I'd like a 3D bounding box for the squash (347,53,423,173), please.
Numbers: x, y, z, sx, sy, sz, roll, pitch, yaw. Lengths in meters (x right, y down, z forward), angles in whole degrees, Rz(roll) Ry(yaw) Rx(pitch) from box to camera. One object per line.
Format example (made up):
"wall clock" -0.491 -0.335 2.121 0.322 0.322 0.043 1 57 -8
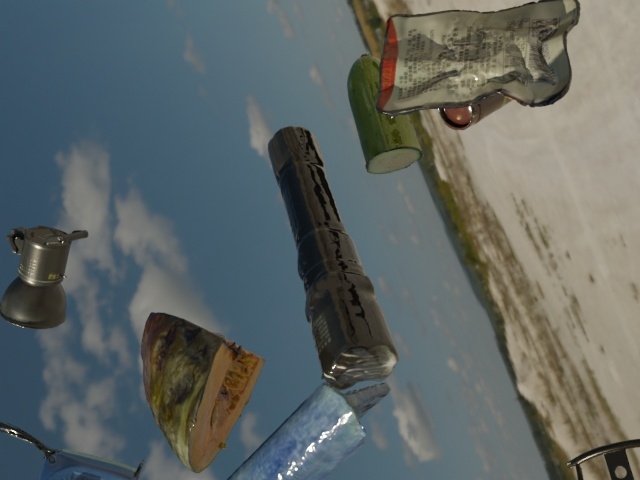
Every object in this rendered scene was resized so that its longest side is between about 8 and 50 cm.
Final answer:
"squash" 0.094 -0.206 1.154 0.095 0.095 0.188 41 -147 -69

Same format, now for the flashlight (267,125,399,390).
"flashlight" 0.000 0.000 0.985 0.103 0.103 0.424 56 -168 -50

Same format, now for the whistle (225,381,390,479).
"whistle" -0.049 0.215 0.635 0.062 0.304 0.062 28 -148 -20

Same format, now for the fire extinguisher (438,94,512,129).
"fire extinguisher" 0.398 -0.356 1.578 0.105 0.341 0.141 47 148 15

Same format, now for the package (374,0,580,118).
"package" 0.182 -0.214 0.854 0.040 0.232 0.166 57 -143 -52

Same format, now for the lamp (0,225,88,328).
"lamp" -0.618 0.058 1.606 0.147 0.172 0.227 -19 -50 -62

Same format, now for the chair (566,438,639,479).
"chair" 0.468 0.433 1.040 0.141 0.154 0.260 38 -141 -41

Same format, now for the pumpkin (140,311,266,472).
"pumpkin" -0.179 0.196 0.963 0.312 0.148 0.169 60 -129 -74

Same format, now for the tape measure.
"tape measure" -0.582 0.542 1.593 0.098 0.351 0.215 127 160 -83
